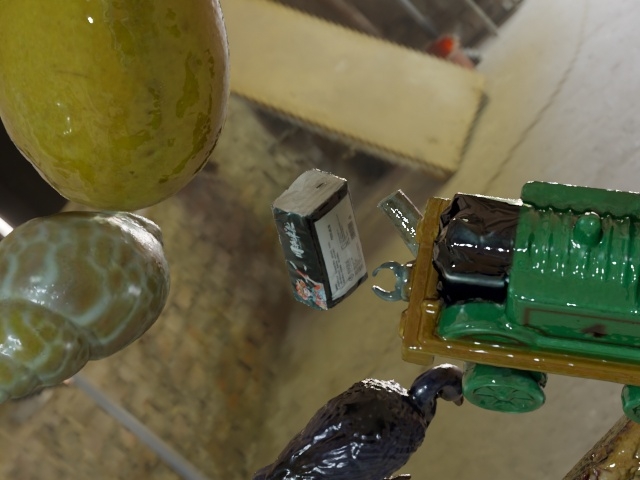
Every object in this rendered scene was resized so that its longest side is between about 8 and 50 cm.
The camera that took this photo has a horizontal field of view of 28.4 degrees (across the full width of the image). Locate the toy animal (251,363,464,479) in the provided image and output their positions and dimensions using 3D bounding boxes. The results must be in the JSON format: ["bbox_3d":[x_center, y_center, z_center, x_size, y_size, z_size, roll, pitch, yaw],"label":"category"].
[{"bbox_3d":[0.053,0.250,1.557,0.298,0.122,0.185,-19,-30,-17],"label":"toy animal"}]

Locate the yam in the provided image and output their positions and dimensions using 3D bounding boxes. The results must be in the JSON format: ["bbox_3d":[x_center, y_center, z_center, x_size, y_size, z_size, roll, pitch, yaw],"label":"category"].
[{"bbox_3d":[0.150,-0.022,2.084,0.054,0.132,0.054,-38,-3,-2],"label":"yam"}]

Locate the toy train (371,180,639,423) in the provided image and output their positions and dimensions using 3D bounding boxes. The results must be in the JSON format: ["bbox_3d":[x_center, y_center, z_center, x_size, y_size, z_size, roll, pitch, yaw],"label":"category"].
[{"bbox_3d":[0.256,0.043,1.144,0.249,0.429,0.178,81,-161,-61],"label":"toy train"}]

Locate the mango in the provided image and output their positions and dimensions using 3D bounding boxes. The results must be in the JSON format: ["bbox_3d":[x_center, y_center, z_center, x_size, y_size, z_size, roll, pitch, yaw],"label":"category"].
[{"bbox_3d":[-0.220,-0.232,1.301,0.220,0.301,0.445,-30,-35,-35],"label":"mango"}]

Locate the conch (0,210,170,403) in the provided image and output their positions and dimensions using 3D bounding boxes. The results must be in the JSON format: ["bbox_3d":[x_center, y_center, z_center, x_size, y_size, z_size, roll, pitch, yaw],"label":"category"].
[{"bbox_3d":[-0.163,0.036,0.858,0.116,0.106,0.173,-46,-25,22],"label":"conch"}]

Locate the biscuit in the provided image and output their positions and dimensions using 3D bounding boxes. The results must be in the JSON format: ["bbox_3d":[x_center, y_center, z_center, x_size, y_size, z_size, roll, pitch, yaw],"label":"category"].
[{"bbox_3d":[0.447,0.320,1.878,0.289,0.081,0.334,-44,-11,-4],"label":"biscuit"}]

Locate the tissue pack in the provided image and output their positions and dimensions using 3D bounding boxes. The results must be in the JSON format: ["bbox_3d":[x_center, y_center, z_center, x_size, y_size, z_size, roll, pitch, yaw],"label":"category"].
[{"bbox_3d":[0.000,0.001,1.750,0.090,0.170,0.103,16,43,37],"label":"tissue pack"}]
